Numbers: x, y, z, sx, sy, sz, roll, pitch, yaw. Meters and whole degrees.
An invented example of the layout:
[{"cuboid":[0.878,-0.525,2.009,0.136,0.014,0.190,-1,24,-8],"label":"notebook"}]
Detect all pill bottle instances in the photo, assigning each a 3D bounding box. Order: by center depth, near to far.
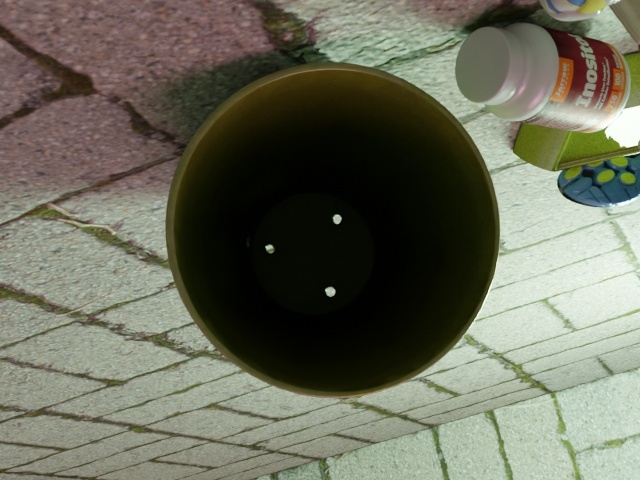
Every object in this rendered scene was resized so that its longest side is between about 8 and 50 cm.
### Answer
[{"cuboid":[0.195,-0.144,0.941,0.152,0.086,0.086,2,155,-38],"label":"pill bottle"}]

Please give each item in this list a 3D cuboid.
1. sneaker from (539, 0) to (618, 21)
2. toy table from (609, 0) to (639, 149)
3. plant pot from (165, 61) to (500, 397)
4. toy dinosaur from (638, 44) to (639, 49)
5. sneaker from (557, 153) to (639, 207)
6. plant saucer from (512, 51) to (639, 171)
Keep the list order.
[{"cuboid":[0.177,-0.238,0.711,0.126,0.091,0.240,12,154,-13],"label":"sneaker"},{"cuboid":[0.352,-0.152,0.842,0.161,0.252,0.274,-28,151,-8],"label":"toy table"},{"cuboid":[0.000,0.000,1.013,0.274,0.275,0.293,-11,177,-5],"label":"plant pot"},{"cuboid":[0.343,-0.194,1.001,0.082,0.047,0.090,6,116,-9],"label":"toy dinosaur"},{"cuboid":[0.342,-0.070,1.242,0.188,0.067,0.078,-15,171,-36],"label":"sneaker"},{"cuboid":[0.307,-0.130,1.113,0.188,0.045,0.188,-12,160,-2],"label":"plant saucer"}]
